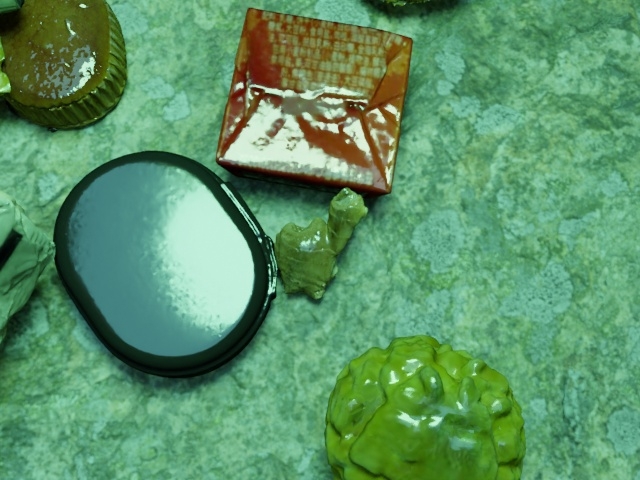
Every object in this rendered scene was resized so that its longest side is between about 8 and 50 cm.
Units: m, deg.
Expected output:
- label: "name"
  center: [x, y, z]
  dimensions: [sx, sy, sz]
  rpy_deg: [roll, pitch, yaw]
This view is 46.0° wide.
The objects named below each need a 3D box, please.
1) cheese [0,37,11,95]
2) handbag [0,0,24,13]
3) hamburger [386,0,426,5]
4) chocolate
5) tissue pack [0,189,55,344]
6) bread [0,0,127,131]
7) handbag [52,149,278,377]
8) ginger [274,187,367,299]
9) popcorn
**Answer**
- label: "cheese"
  center: [-0.485, -0.211, 0.981]
  dimensions: [0.171, 0.126, 0.093]
  rpy_deg: [-15, 79, 7]
- label: "handbag"
  center: [-0.520, -0.368, 1.005]
  dimensions: [0.253, 0.109, 0.315]
  rpy_deg: [-11, 44, -9]
- label: "hamburger"
  center: [0.130, -0.488, 1.089]
  dimensions: [0.276, 0.179, 0.294]
  rpy_deg: [-19, 82, -6]
- label: "chocolate"
  center: [-0.008, -0.179, 1.042]
  dimensions: [0.237, 0.108, 0.234]
  rpy_deg: [9, 76, -4]
- label: "tissue pack"
  center: [-0.542, 0.057, 0.909]
  dimensions: [0.376, 0.195, 0.390]
  rpy_deg: [19, 76, 23]
- label: "bread"
  center: [-0.362, -0.258, 1.033]
  dimensions: [0.199, 0.104, 0.199]
  rpy_deg: [0, 77, -2]
- label: "handbag"
  center: [-0.199, 0.027, 0.985]
  dimensions: [0.254, 0.093, 0.308]
  rpy_deg: [-34, 81, -13]
- label: "ginger"
  center: [-0.008, -0.004, 1.003]
  dimensions: [0.096, 0.067, 0.165]
  rpy_deg: [31, 105, 8]
- label: "popcorn"
  center: [0.127, 0.227, 0.909]
  dimensions: [0.249, 0.225, 0.249]
  rpy_deg: [2, 103, 7]
